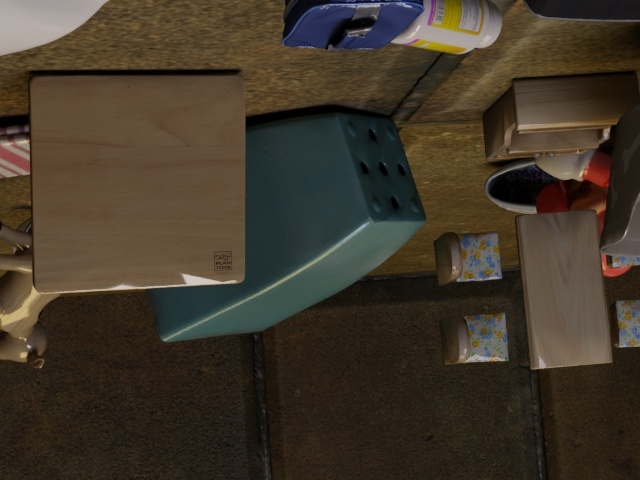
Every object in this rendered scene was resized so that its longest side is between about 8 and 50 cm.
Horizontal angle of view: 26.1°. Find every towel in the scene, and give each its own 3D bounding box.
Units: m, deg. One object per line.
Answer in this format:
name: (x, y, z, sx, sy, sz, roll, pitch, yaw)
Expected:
towel: (-0.240, -0.087, 1.214, 0.197, 0.029, 0.144, -8, 175, 3)

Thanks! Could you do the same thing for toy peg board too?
toy peg board: (-0.145, -0.048, 1.067, 0.161, 0.161, 0.079, -2, -170, -17)

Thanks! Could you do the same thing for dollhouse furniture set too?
dollhouse furniture set: (0.216, -0.010, 1.223, 0.212, 0.242, 0.161, -4, 174, -5)

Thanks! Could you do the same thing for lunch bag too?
lunch bag: (0.016, -0.134, 0.725, 0.067, 0.065, 0.098, -3, 175, -12)

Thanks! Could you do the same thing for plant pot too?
plant pot: (-0.036, -0.025, 1.286, 0.234, 0.165, 0.165, -24, 168, 31)

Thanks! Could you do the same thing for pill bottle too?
pill bottle: (0.073, -0.137, 0.842, 0.043, 0.043, 0.083, -10, 172, 44)

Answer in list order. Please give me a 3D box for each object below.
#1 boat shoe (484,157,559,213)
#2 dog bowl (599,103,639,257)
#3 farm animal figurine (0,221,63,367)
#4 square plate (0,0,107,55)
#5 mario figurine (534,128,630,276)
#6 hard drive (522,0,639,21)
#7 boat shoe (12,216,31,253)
boat shoe: (0.295, -0.062, 1.582, 0.227, 0.079, 0.081, -4, 180, 34)
dog bowl: (0.372, -0.055, 0.997, 0.348, 0.102, 0.349, -3, 173, 0)
farm animal figurine: (-0.388, 0.088, 1.435, 0.330, 0.327, 0.172, 14, 176, 42)
square plate: (-0.343, -0.116, 0.721, 0.347, 0.049, 0.344, -7, 173, 28)
mario figurine: (0.346, -0.086, 1.383, 0.320, 0.198, 0.170, -21, -155, 46)
hard drive: (0.234, -0.158, 0.704, 0.254, 0.054, 0.172, -4, 175, -5)
boat shoe: (-0.284, -0.004, 1.759, 0.076, 0.080, 0.228, -16, 169, 37)
